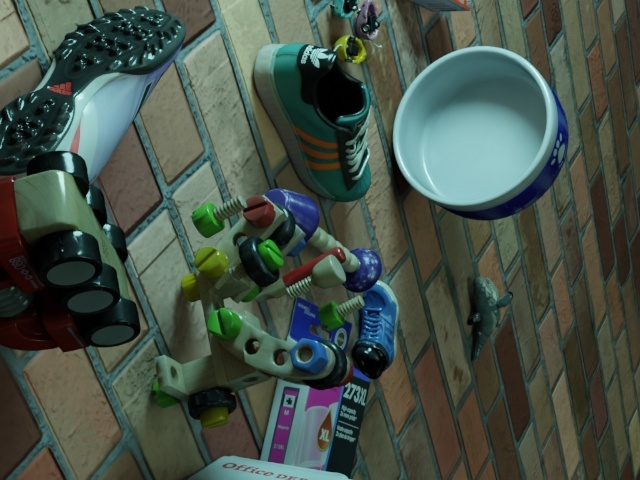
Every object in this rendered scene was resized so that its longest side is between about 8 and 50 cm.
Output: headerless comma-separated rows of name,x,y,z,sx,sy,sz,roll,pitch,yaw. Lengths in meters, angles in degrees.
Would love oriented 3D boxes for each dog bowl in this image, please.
dog bowl,0.256,-0.169,1.878,0.104,0.265,0.264,26,72,-59

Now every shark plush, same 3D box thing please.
shark plush,0.299,0.144,2.222,0.067,0.073,0.161,-3,118,-39

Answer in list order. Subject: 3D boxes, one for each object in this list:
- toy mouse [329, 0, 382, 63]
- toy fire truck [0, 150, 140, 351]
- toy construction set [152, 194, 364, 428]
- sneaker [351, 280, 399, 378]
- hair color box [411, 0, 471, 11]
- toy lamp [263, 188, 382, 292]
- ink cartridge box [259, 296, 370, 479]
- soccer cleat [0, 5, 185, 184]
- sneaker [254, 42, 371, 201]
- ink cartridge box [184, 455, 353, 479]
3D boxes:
toy mouse,0.049,-0.332,1.743,0.161,0.031,0.143,2,93,-59
toy fire truck,-0.312,0.053,1.115,0.217,0.246,0.158,77,-1,-62
toy construction set,-0.097,0.097,1.462,0.257,0.237,0.309,62,16,3
sneaker,0.084,0.144,1.837,0.084,0.058,0.152,-47,139,-57
hair color box,0.185,-0.407,1.916,0.141,0.072,0.043,7,88,-59
toy lamp,0.000,0.000,1.664,0.275,0.080,0.080,35,64,-53
ink cartridge box,-0.010,0.281,1.705,0.176,0.069,0.370,31,65,-56
soccer cleat,-0.246,-0.133,1.243,0.116,0.109,0.318,90,25,-45
sneaker,0.021,-0.153,1.636,0.302,0.121,0.108,55,49,-46
ink cartridge box,-0.111,0.376,1.405,0.289,0.211,0.121,-23,113,-55
